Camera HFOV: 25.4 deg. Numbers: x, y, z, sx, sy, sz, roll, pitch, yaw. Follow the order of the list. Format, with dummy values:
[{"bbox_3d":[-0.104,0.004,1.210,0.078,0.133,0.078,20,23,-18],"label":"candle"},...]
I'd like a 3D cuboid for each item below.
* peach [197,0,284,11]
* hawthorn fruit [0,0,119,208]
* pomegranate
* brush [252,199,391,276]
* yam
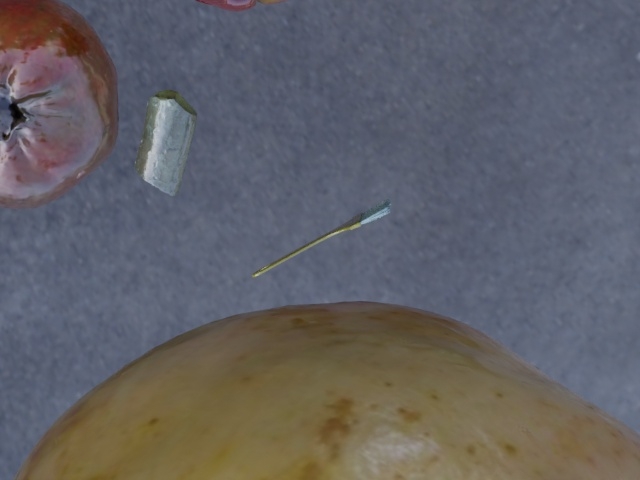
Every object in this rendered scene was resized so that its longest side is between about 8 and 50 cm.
[{"bbox_3d":[-0.070,-0.334,1.321,0.189,0.226,0.196,-10,166,33],"label":"peach"},{"bbox_3d":[-0.296,-0.147,1.381,0.210,0.262,0.211,-3,110,-7],"label":"hawthorn fruit"},{"bbox_3d":[0.029,0.183,0.571,0.338,0.338,0.338,-15,134,-16],"label":"pomegranate"},{"bbox_3d":[0.000,0.000,1.846,0.205,0.083,0.011,-27,97,8],"label":"brush"},{"bbox_3d":[-0.200,-0.129,1.842,0.069,0.070,0.147,1,119,-30],"label":"yam"}]
